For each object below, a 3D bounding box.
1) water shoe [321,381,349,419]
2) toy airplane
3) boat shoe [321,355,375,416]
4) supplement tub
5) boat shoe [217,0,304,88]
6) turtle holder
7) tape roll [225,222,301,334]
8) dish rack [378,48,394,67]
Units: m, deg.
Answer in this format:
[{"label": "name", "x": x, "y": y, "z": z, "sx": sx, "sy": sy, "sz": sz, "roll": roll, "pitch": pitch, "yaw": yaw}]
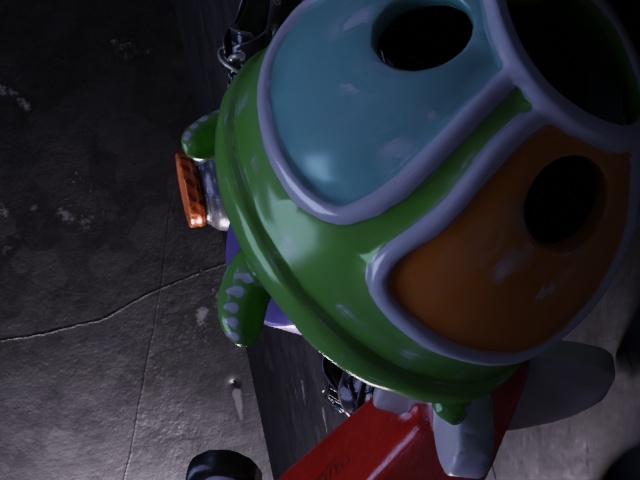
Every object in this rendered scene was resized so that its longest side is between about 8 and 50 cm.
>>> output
[{"label": "water shoe", "x": 0.043, "y": 0.182, "z": 1.932, "sx": 0.073, "sy": 0.080, "sz": 0.203, "roll": 103, "pitch": 154, "yaw": -71}, {"label": "toy airplane", "x": 0.092, "y": 0.186, "z": 1.199, "sx": 0.386, "sy": 0.272, "sz": 0.384, "roll": -66, "pitch": 21, "yaw": -3}, {"label": "boat shoe", "x": 0.064, "y": 0.157, "z": 1.719, "sx": 0.285, "sy": 0.092, "sz": 0.103, "roll": -134, "pitch": 34, "yaw": -75}, {"label": "supplement tub", "x": -0.071, "y": -0.078, "z": 1.964, "sx": 0.117, "sy": 0.190, "sz": 0.117, "roll": 169, "pitch": 90, "yaw": -81}, {"label": "boat shoe", "x": -0.058, "y": -0.172, "z": 1.499, "sx": 0.078, "sy": 0.070, "sz": 0.219, "roll": 23, "pitch": 98, "yaw": 51}, {"label": "turtle holder", "x": 0.078, "y": -0.069, "z": 0.986, "sx": 0.227, "sy": 0.243, "sz": 0.320, "roll": -44, "pitch": 16, "yaw": 38}, {"label": "tape roll", "x": 0.000, "y": 0.000, "z": 1.619, "sx": 0.189, "sy": 0.080, "sz": 0.189, "roll": -16, "pitch": 67, "yaw": 40}, {"label": "dish rack", "x": 0.027, "y": -0.078, "z": 1.485, "sx": 0.271, "sy": 0.074, "sz": 0.208, "roll": -39, "pitch": 53, "yaw": 40}]
